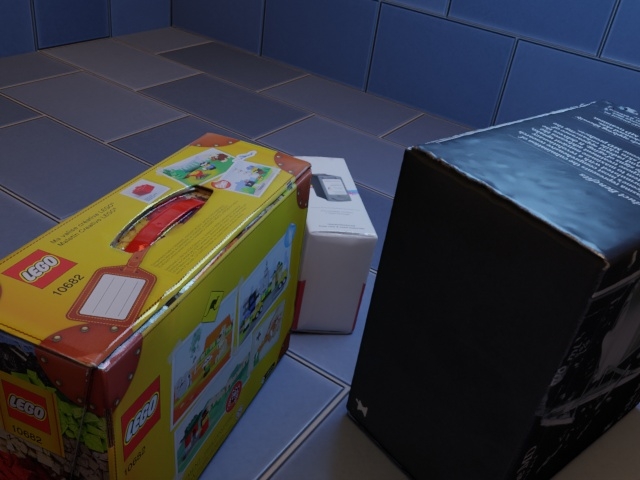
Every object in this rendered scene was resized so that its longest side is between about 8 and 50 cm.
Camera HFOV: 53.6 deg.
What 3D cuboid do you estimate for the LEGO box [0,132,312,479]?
[{"bbox_3d":[-0.208,0.123,0.860,0.193,0.373,0.500,18,33,15],"label":"LEGO box"}]

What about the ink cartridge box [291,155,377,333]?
[{"bbox_3d":[0.000,0.000,1.244,0.131,0.226,0.306,2,31,-13],"label":"ink cartridge box"}]

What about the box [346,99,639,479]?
[{"bbox_3d":[0.331,0.087,0.946,0.471,0.480,0.297,-17,41,-35],"label":"box"}]
